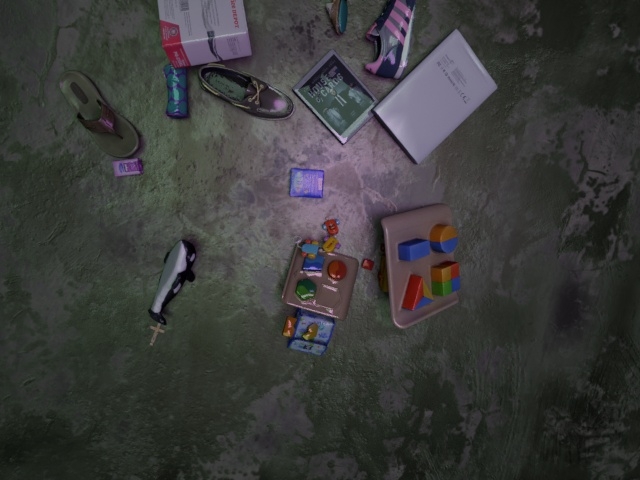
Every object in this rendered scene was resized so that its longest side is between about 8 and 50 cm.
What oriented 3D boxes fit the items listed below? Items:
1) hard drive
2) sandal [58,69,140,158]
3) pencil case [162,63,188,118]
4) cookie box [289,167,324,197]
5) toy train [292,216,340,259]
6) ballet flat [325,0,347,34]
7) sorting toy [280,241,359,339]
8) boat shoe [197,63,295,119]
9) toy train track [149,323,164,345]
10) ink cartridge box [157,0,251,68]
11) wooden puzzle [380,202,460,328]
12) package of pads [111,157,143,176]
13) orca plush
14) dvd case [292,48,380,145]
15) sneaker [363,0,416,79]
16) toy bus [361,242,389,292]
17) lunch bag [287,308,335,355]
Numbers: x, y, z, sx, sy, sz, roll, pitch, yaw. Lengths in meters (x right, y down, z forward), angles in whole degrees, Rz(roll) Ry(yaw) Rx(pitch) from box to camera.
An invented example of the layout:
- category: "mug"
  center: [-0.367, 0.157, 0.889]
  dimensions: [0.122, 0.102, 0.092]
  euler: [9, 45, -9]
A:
- category: "hard drive"
  center: [0.363, -0.450, 1.334]
  dimensions: [0.353, 0.047, 0.233]
  euler: [-44, 107, 1]
- category: "sandal"
  center: [-0.671, -0.369, 1.248]
  dimensions: [0.120, 0.086, 0.303]
  euler: [-40, 100, 2]
- category: "pencil case"
  center: [-0.438, -0.448, 1.267]
  dimensions: [0.070, 0.064, 0.152]
  euler: [-4, 99, -20]
- category: "cookie box"
  center: [-0.044, -0.184, 1.354]
  dimensions: [0.107, 0.040, 0.092]
  euler: [4, 98, -5]
- category: "toy train"
  center: [0.000, 0.000, 1.367]
  dimensions: [0.166, 0.046, 0.125]
  euler: [-25, 58, -8]
- category: "ballet flat"
  center: [0.052, -0.734, 1.275]
  dimensions: [0.067, 0.073, 0.207]
  euler: [11, 96, 21]
- category: "sorting toy"
  center: [-0.008, 0.175, 1.354]
  dimensions: [0.228, 0.041, 0.308]
  euler: [18, 72, -9]
- category: "boat shoe"
  center: [-0.224, -0.448, 1.272]
  dimensions: [0.304, 0.091, 0.109]
  euler: [19, 97, -7]
- category: "toy train track"
  center: [-0.553, 0.315, 1.400]
  dimensions: [0.048, 0.014, 0.083]
  euler: [22, 97, -8]
- category: "ink cartridge box"
  center: [-0.329, -0.612, 1.205]
  dimensions: [0.237, 0.100, 0.172]
  euler: [-11, 74, -3]
- category: "wooden puzzle"
  center: [0.341, 0.073, 1.333]
  dimensions: [0.321, 0.080, 0.348]
  euler: [-15, 99, -35]
- category: "package of pads"
  center: [-0.601, -0.227, 1.304]
  dimensions: [0.083, 0.032, 0.050]
  euler: [-8, 102, -4]
- category: "orca plush"
  center: [-0.448, 0.136, 1.340]
  dimensions: [0.102, 0.151, 0.288]
  euler: [15, 95, -38]
- category: "dvd case"
  center: [0.055, -0.452, 1.328]
  dimensions: [0.179, 0.029, 0.239]
  euler: [-45, 100, 2]
- category: "sneaker"
  center: [0.208, -0.662, 1.267]
  dimensions: [0.130, 0.112, 0.320]
  euler: [4, 97, -9]
- category: "toy bus"
  center: [0.254, 0.077, 1.388]
  dimensions: [0.191, 0.104, 0.202]
  euler: [-42, 100, 2]
- category: "lunch bag"
  center: [-0.033, 0.312, 1.409]
  dimensions: [0.128, 0.096, 0.151]
  euler: [16, 110, -9]
